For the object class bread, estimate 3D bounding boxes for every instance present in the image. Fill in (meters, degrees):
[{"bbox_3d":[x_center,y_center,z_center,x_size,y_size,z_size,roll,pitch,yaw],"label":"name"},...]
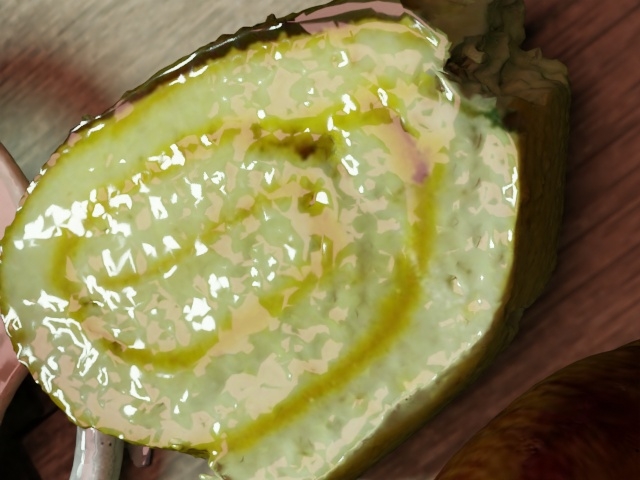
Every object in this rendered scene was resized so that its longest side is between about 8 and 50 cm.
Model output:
[{"bbox_3d":[0.000,0.000,0.748,0.257,0.124,0.186,-37,79,17],"label":"bread"}]

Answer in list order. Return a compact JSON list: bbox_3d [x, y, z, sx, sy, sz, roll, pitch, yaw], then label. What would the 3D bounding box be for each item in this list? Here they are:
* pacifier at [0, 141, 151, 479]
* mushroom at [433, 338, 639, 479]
[{"bbox_3d":[-0.249,0.077,0.804,0.220,0.273,0.332,14,91,41],"label":"pacifier"},{"bbox_3d":[0.100,0.166,0.613,0.254,0.267,0.267,-17,80,18],"label":"mushroom"}]
